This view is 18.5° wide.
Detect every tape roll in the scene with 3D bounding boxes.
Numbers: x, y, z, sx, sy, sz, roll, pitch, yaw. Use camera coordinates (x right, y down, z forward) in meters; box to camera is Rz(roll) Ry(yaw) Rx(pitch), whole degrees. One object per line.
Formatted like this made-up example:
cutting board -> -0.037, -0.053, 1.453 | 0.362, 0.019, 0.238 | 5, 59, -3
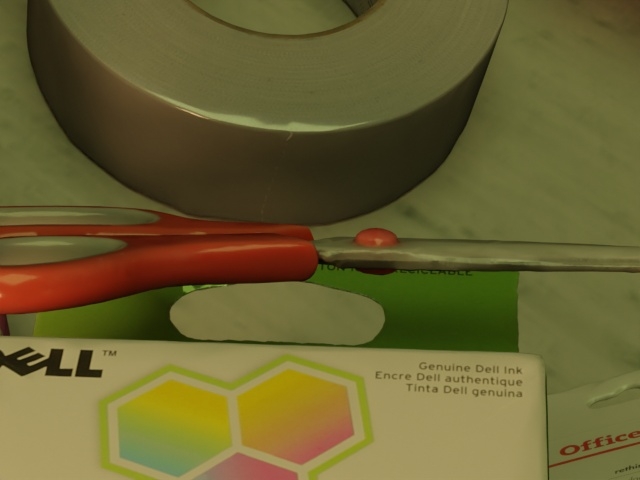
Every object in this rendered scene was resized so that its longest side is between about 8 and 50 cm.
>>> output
tape roll -> -0.026, -0.114, 0.910 | 0.219, 0.072, 0.219 | 5, 55, -7

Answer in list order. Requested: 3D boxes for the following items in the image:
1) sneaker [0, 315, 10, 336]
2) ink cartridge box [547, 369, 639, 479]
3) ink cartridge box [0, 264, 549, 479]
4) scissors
sneaker -> -0.162, 0.031, 0.763 | 0.103, 0.111, 0.252 | -3, 78, -3
ink cartridge box -> 0.134, 0.116, 0.734 | 0.104, 0.060, 0.180 | -15, 23, 6
ink cartridge box -> -0.023, 0.063, 0.628 | 0.189, 0.097, 0.255 | 1, 46, 3
scissors -> 0.000, 0.000, 0.686 | 0.297, 0.021, 0.109 | -3, 11, -13
